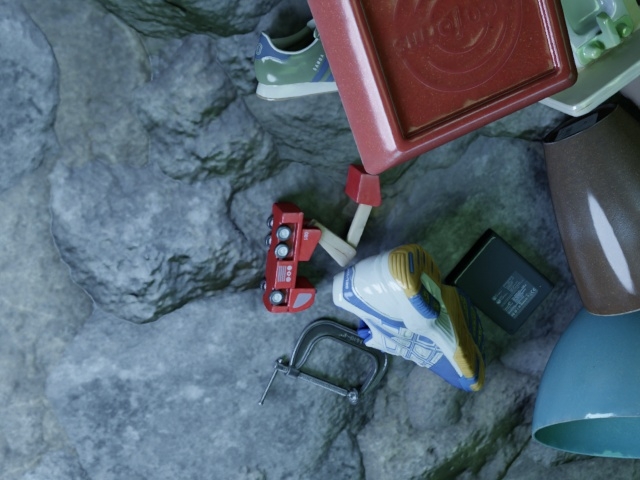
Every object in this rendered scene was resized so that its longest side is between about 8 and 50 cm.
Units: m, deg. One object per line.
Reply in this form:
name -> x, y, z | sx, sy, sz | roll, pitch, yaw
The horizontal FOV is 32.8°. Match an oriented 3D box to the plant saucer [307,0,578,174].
plant saucer -> 0.131, -0.220, 1.085 | 0.258, 0.048, 0.259 | -25, 116, -9

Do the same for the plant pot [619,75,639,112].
plant pot -> 0.510, -0.198, 1.374 | 0.229, 0.263, 0.263 | 34, 97, 16

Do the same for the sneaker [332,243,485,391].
sneaker -> 0.122, 0.108, 1.442 | 0.131, 0.112, 0.296 | -15, 136, 25

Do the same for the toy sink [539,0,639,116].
toy sink -> 0.277, -0.261, 1.281 | 0.153, 0.234, 0.131 | -36, 116, -3

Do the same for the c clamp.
c clamp -> 0.010, 0.175, 1.468 | 0.161, 0.022, 0.137 | 18, 97, -22

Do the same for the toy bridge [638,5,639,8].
toy bridge -> 0.465, -0.367, 1.422 | 0.063, 0.026, 0.188 | 16, 103, -24

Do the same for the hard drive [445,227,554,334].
hard drive -> 0.249, 0.058, 1.503 | 0.135, 0.022, 0.094 | 39, 94, -26

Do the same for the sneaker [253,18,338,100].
sneaker -> 0.013, -0.226, 1.297 | 0.192, 0.064, 0.086 | -12, 117, -11

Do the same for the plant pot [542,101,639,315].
plant pot -> 0.391, -0.055, 1.427 | 0.215, 0.215, 0.230 | -32, 101, -5

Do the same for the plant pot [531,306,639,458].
plant pot -> 0.438, 0.178, 1.496 | 0.290, 0.290, 0.195 | 13, 68, -22

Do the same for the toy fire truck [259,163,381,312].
toy fire truck -> 0.000, 0.000, 1.385 | 0.135, 0.047, 0.192 | 0, 110, -20
